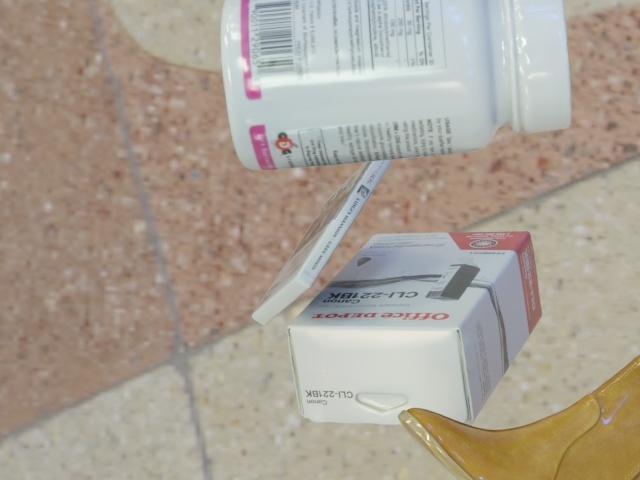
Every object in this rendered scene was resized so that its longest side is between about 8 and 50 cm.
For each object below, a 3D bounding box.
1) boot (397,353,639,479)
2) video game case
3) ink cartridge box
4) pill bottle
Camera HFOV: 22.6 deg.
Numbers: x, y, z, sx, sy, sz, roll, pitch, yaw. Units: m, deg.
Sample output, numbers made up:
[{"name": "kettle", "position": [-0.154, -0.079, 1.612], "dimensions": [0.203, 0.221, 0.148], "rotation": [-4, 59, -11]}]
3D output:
[{"name": "boot", "position": [0.238, 0.180, 1.514], "dimensions": [0.211, 0.295, 0.104], "rotation": [-52, 15, -2]}, {"name": "video game case", "position": [0.000, 0.000, 1.721], "dimensions": [0.173, 0.022, 0.190], "rotation": [-57, 5, -21]}, {"name": "ink cartridge box", "position": [0.108, 0.090, 1.751], "dimensions": [0.197, 0.273, 0.114], "rotation": [-1, 112, 24]}, {"name": "pill bottle", "position": [0.066, -0.149, 1.370], "dimensions": [0.283, 0.160, 0.160], "rotation": [-4, 83, 6]}]
